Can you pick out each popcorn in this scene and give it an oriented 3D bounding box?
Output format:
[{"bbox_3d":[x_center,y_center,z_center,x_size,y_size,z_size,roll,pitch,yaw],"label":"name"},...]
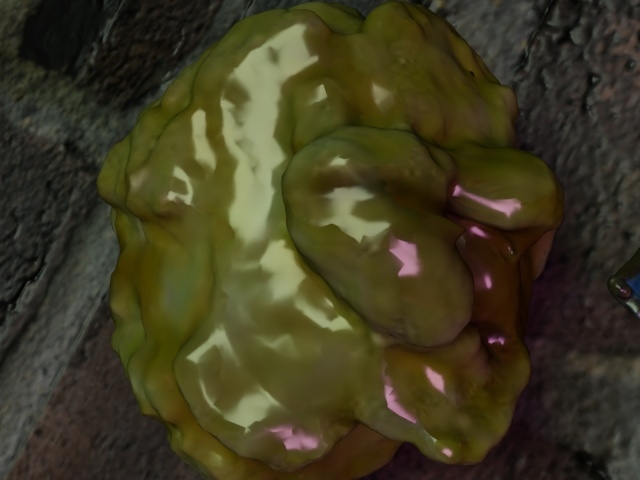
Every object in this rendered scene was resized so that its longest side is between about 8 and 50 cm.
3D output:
[{"bbox_3d":[0.000,0.000,0.626,0.255,0.195,0.256,23,82,44],"label":"popcorn"}]

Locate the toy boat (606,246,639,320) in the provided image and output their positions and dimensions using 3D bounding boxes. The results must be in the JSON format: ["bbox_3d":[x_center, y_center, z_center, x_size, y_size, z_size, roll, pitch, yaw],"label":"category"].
[{"bbox_3d":[0.214,0.039,0.547,0.185,0.077,0.075,32,86,35],"label":"toy boat"}]
